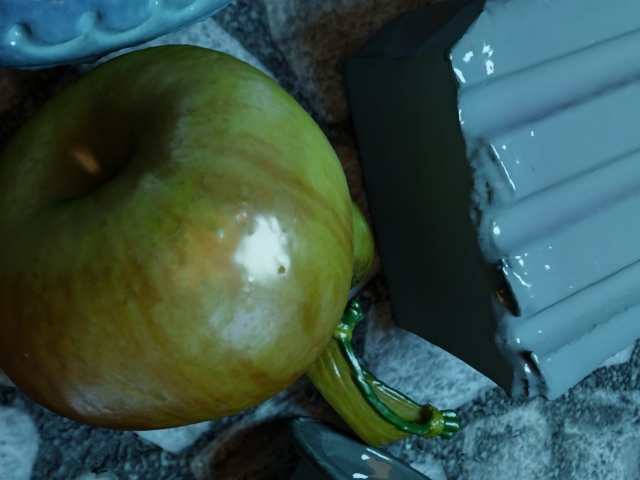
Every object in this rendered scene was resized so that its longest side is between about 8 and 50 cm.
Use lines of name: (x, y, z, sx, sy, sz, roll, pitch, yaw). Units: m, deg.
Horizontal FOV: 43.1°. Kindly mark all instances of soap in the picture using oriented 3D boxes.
soap: (0.267, -0.102, 0.826, 0.435, 0.213, 0.350, -25, 107, -24)

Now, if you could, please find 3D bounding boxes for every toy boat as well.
toy boat: (0.058, 0.147, 0.819, 0.088, 0.089, 0.229, -37, 124, 3)
toy boat: (-0.167, -0.243, 0.560, 0.330, 0.123, 0.215, -24, 77, -18)

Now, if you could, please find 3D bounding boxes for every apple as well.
apple: (0.000, 0.000, 0.753, 0.114, 0.099, 0.101, 13, 54, -56)
apple: (-0.110, 0.002, 0.602, 0.286, 0.286, 0.233, -53, 141, -11)

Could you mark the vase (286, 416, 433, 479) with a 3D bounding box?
vase: (0.002, 0.348, 0.759, 0.245, 0.245, 0.291, 31, 92, -29)
